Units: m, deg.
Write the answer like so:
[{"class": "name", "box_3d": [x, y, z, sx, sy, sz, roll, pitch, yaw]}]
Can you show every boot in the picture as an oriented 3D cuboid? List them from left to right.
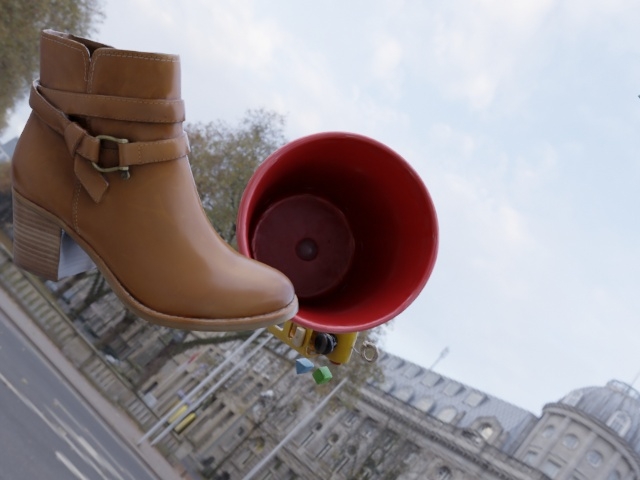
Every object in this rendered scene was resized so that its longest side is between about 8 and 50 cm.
[{"class": "boot", "box_3d": [-0.137, -0.052, 0.518, 0.284, 0.220, 0.109, 18, 16, 11]}]

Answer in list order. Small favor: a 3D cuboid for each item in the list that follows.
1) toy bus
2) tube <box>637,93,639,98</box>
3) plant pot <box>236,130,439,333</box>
[{"class": "toy bus", "box_3d": [-0.014, 0.183, 1.156, 0.202, 0.104, 0.190, -33, -112, 37]}, {"class": "tube", "box_3d": [0.295, -0.097, 0.311, 0.052, 0.207, 0.080, 53, 18, -46]}, {"class": "plant pot", "box_3d": [0.000, 0.000, 0.864, 0.275, 0.275, 0.243, 50, -15, -5]}]
